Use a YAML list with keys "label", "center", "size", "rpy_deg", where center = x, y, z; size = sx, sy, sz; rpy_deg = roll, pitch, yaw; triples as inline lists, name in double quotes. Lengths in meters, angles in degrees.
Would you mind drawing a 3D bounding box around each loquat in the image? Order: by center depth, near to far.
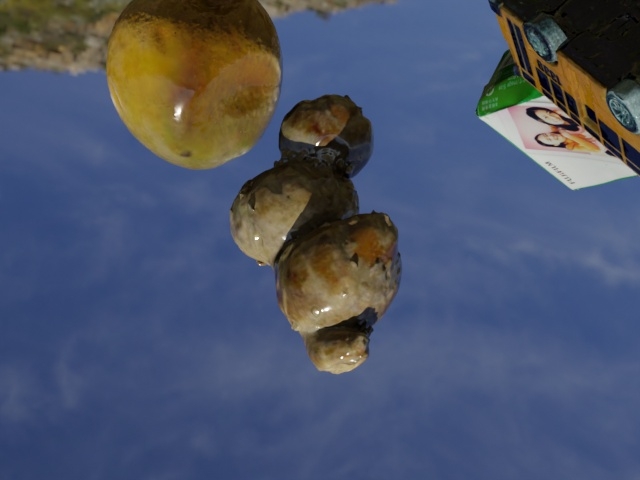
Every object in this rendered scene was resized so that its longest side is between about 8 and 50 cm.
- label: "loquat"
  center: [-0.194, -0.262, 2.017]
  size: [0.275, 0.284, 0.276]
  rpy_deg: [-6, -144, 4]

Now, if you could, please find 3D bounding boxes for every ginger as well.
- label: "ginger"
  center: [0.000, 0.000, 1.724]
  size: [0.176, 0.256, 0.375]
  rpy_deg: [21, -139, -41]

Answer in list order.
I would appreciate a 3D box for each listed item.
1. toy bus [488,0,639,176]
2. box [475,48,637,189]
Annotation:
- label: "toy bus"
  center: [0.223, -0.128, 0.953]
  size: [0.098, 0.114, 0.201]
  rpy_deg: [-37, -128, -6]
- label: "box"
  center: [0.303, -0.149, 1.368]
  size: [0.180, 0.103, 0.250]
  rpy_deg: [33, 158, -24]
